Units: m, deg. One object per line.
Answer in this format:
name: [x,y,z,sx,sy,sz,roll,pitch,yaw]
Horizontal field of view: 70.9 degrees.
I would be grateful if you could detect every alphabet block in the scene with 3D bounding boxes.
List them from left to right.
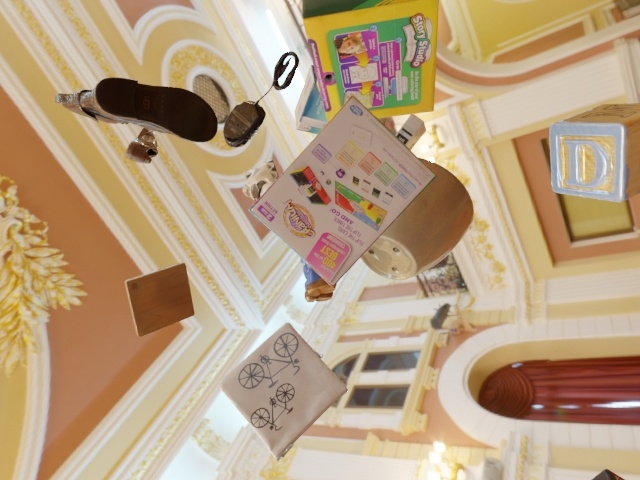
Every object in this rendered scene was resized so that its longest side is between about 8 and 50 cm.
alphabet block: [0.716,-0.222,1.109,0.197,0.193,0.193,-23,-66,-19]

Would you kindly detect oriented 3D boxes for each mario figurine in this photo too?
mario figurine: [0.000,0.000,1.269,0.170,0.198,0.321,9,-119,-42]

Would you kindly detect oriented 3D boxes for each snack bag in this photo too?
snack bag: [-0.121,0.480,1.483,0.323,0.342,0.037,-40,-31,-18]

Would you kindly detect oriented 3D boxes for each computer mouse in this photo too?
computer mouse: [-0.125,-0.300,0.970,0.071,0.242,0.041,46,-169,19]

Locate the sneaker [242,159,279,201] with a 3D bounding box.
sneaker: [-0.202,-0.168,1.628,0.331,0.146,0.123,-116,11,-52]

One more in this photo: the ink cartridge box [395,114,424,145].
ink cartridge box: [0.264,-0.303,1.668,0.065,0.333,0.165,38,-169,10]

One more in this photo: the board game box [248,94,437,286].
board game box: [0.044,-0.100,0.943,0.242,0.316,0.064,43,-176,-4]

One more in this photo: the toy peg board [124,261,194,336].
toy peg board: [-0.445,0.149,1.222,0.161,0.079,0.161,-20,-65,-38]

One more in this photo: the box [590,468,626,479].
box: [0.676,0.681,0.882,0.296,0.183,0.294,31,-157,0]

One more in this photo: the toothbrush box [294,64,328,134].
toothbrush box: [0.072,-0.512,1.720,0.295,0.216,0.126,8,-131,-20]

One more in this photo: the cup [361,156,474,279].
cup: [0.227,-0.031,1.251,0.331,0.331,0.237,56,-130,-27]

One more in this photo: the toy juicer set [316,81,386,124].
toy juicer set: [0.130,-0.484,1.560,0.329,0.089,0.209,47,-121,-32]

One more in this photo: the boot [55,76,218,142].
boot: [-0.365,-0.262,0.903,0.262,0.229,0.091,10,-88,-41]

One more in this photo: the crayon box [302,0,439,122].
crayon box: [0.142,-0.482,1.181,0.363,0.312,0.106,68,-161,-61]

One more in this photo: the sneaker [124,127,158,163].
sneaker: [-0.500,-0.267,1.290,0.071,0.066,0.188,29,-152,-18]
